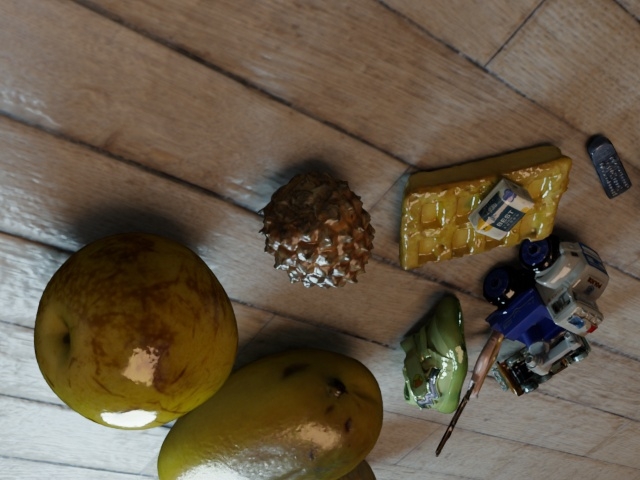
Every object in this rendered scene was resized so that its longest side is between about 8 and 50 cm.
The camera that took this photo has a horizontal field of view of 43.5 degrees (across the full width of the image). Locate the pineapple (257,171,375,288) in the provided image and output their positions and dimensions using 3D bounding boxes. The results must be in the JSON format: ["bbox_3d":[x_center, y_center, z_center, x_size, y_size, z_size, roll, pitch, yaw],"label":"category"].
[{"bbox_3d":[0.000,0.000,1.145,0.166,0.166,0.193,-24,137,3],"label":"pineapple"}]

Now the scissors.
[{"bbox_3d":[0.277,0.272,1.467,0.024,0.317,0.160,24,139,19],"label":"scissors"}]

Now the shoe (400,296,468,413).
[{"bbox_3d":[0.212,0.226,1.466,0.128,0.140,0.262,-10,134,-5],"label":"shoe"}]

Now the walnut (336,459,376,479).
[{"bbox_3d":[0.033,0.553,1.681,0.213,0.213,0.213,-11,137,-10],"label":"walnut"}]

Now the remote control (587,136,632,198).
[{"bbox_3d":[0.465,-0.119,1.294,0.043,0.027,0.152,-37,137,9],"label":"remote control"}]

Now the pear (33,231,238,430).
[{"bbox_3d":[-0.249,0.124,1.102,0.280,0.281,0.281,-11,137,-10],"label":"pear"}]

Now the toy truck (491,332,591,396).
[{"bbox_3d":[0.436,0.235,1.592,0.177,0.080,0.115,-28,170,-6],"label":"toy truck"}]

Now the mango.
[{"bbox_3d":[-0.099,0.343,1.422,0.445,0.221,0.301,-28,144,22],"label":"mango"}]

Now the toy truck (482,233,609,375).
[{"bbox_3d":[0.398,0.107,1.381,0.161,0.177,0.213,25,122,-29],"label":"toy truck"}]

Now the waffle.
[{"bbox_3d":[0.250,-0.053,1.255,0.274,0.057,0.168,-13,136,-9],"label":"waffle"}]

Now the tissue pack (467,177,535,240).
[{"bbox_3d":[0.270,-0.045,1.197,0.062,0.042,0.083,19,124,-37],"label":"tissue pack"}]
